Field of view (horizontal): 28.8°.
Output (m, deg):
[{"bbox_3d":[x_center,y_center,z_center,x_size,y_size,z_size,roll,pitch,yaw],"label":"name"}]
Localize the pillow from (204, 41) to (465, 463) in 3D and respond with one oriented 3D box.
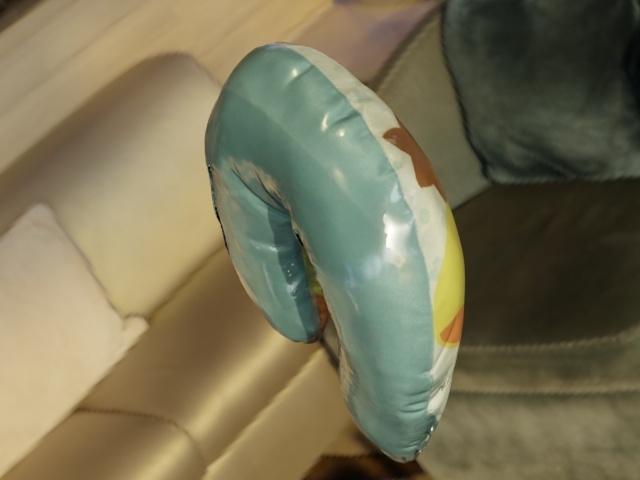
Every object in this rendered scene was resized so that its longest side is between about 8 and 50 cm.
[{"bbox_3d":[0.000,0.000,0.710,0.086,0.214,0.233,-19,38,-26],"label":"pillow"}]
